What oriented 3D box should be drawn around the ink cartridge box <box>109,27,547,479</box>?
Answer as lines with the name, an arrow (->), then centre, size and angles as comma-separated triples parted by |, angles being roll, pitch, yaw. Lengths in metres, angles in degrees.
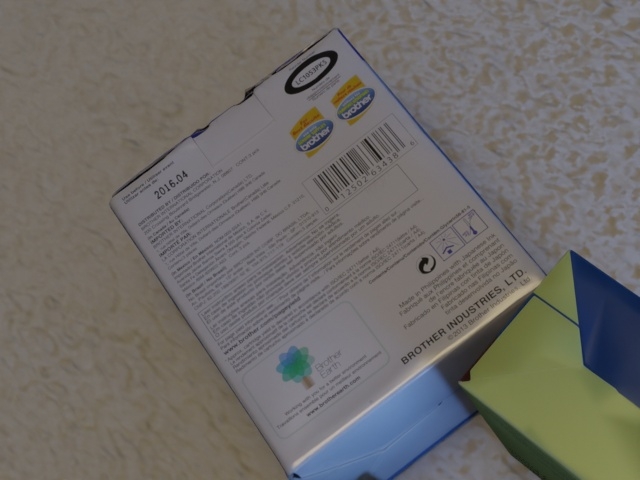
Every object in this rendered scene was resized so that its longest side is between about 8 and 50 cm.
ink cartridge box -> 0.000, 0.000, 1.302 | 0.270, 0.151, 0.395 | -37, 61, 0

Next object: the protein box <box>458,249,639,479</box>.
protein box -> 0.242, 0.145, 1.119 | 0.200, 0.201, 0.136 | 37, 83, 29
